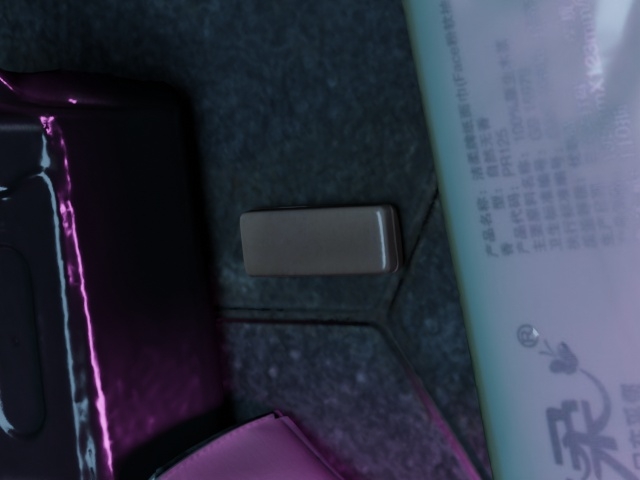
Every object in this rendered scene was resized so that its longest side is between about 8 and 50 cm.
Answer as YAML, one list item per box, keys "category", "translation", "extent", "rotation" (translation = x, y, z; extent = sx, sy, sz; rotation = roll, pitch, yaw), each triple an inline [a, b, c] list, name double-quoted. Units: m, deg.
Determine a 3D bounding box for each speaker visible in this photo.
- category: "speaker"
  translation: [-0.191, 0.050, 1.094]
  extent: [0.180, 0.184, 0.388]
  rotation: [0, 103, 32]

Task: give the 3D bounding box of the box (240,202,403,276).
- category: "box"
  translation: [0.000, 0.000, 1.057]
  extent: [0.115, 0.025, 0.048]
  rotation: [-3, 96, 32]

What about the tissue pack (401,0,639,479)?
- category: "tissue pack"
  translation: [0.235, -0.038, 0.793]
  extent: [0.332, 0.205, 0.405]
  rotation: [-6, 99, 33]

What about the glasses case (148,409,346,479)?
- category: "glasses case"
  translation: [0.023, 0.245, 1.058]
  extent: [0.308, 0.128, 0.083]
  rotation: [42, 145, 16]
